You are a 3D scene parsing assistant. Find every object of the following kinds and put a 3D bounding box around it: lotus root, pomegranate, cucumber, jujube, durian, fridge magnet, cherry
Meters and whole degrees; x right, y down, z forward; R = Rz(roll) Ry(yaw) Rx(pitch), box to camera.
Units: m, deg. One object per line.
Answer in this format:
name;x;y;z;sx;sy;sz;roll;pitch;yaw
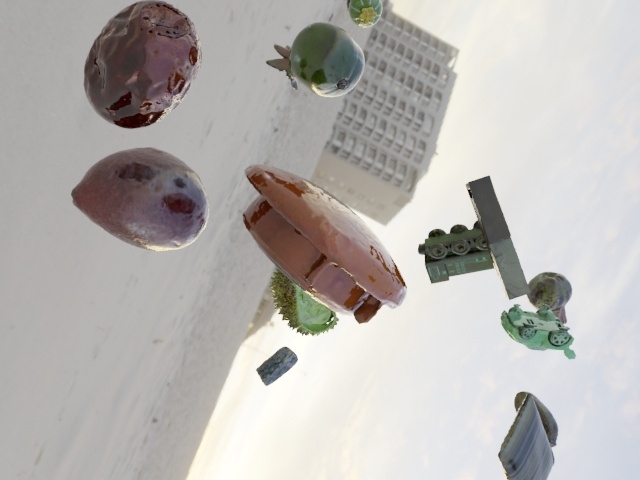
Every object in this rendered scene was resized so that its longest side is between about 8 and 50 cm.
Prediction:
lotus root;0.622;0.513;1.651;0.089;0.080;0.179;-31;-138;10
pomegranate;0.696;0.170;1.713;0.138;0.163;0.126;-22;159;-42
cucumber;-0.113;0.324;1.467;0.112;0.064;0.064;-39;175;-28
jujube;-0.306;-0.300;1.000;0.243;0.183;0.184;-34;-153;45
durian;-0.035;0.137;1.563;0.176;0.199;0.237;-138;-145;-64
fridge magnet;0.000;0.000;1.022;0.155;0.363;0.363;-49;-171;4
cherry;-0.359;-0.085;1.181;0.230;0.300;0.203;46;-64;35
pomegranate;-0.013;-0.349;1.127;0.152;0.190;0.131;20;80;-59

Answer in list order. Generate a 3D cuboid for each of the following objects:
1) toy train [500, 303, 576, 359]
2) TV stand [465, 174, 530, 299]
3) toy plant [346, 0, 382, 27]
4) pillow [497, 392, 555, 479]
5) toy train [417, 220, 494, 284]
toy train;0.433;0.183;1.138;0.099;0.149;0.081;-97;-167;-66
TV stand;0.368;-0.006;1.192;0.048;0.257;0.040;-20;178;4
toy plant;0.115;-0.613;1.496;0.093;0.092;0.162;-58;-157;33
pillow;0.476;0.501;1.325;0.052;0.212;0.208;-5;-156;44
toy train;0.375;0.029;1.507;0.225;0.137;0.090;-12;-145;18
